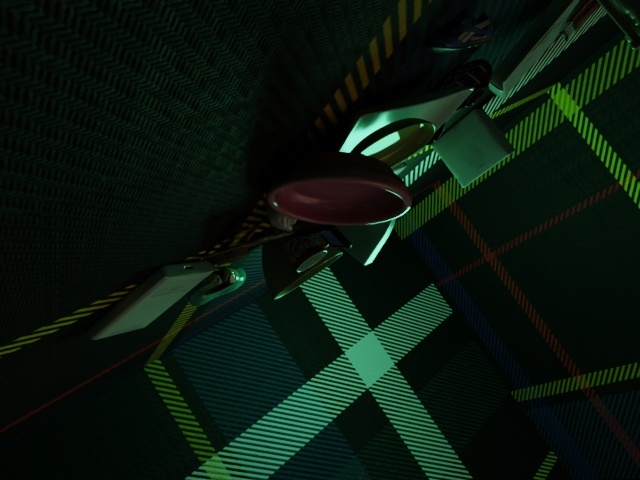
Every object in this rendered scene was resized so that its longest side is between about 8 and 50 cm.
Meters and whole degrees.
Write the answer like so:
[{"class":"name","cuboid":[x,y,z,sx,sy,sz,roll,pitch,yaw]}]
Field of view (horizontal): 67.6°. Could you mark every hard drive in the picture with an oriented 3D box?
[{"class":"hard drive","cuboid":[-0.458,0.161,1.306,0.307,0.040,0.203,-37,167,20]}]

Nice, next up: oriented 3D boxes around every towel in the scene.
[{"class":"towel","cuboid":[0.718,-0.646,1.123,0.237,0.037,0.329,-42,172,-32]}]

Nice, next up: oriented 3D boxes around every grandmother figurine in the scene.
[{"class":"grandmother figurine","cuboid":[-0.009,-0.119,1.344,0.342,0.104,0.208,-27,-176,-35]}]

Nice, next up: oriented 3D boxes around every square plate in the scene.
[{"class":"square plate","cuboid":[0.158,-0.258,1.194,0.347,0.049,0.344,-21,167,-27]}]

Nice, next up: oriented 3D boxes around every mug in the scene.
[{"class":"mug","cuboid":[-0.065,-0.003,1.496,0.113,0.169,0.150,-42,165,25]}]

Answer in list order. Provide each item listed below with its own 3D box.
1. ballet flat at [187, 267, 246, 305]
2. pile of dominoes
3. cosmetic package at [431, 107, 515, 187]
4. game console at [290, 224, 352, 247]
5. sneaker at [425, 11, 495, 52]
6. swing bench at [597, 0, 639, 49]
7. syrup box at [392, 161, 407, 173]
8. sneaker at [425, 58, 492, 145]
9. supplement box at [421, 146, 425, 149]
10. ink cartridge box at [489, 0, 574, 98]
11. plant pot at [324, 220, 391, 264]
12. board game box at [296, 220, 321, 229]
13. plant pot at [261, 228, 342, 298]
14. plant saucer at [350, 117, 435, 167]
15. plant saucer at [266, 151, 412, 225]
[{"class":"ballet flat","cuboid":[-0.340,0.142,1.637,0.247,0.083,0.087,-30,158,-43]},{"class":"pile of dominoes","cuboid":[-0.188,0.024,1.345,0.251,0.040,0.196,-15,180,38]},{"class":"cosmetic package","cuboid":[0.618,-0.377,1.941,0.224,0.224,0.138,-39,174,35]},{"class":"game console","cuboid":[0.000,0.000,1.365,0.085,0.124,0.144,-48,-163,-14]},{"class":"sneaker","cuboid":[0.267,-0.401,0.927,0.144,0.059,0.053,-17,-159,-13]},{"class":"swing bench","cuboid":[0.598,-0.506,0.889,0.255,0.253,0.165,-26,169,-48]},{"class":"syrup box","cuboid":[0.155,-0.200,1.536,0.093,0.096,0.237,-27,171,-45]},{"class":"sneaker","cuboid":[0.345,-0.381,1.289,0.271,0.100,0.108,-45,-168,42]},{"class":"supplement box","cuboid":[0.292,-0.310,1.567,0.098,0.062,0.036,-30,170,-37]},{"class":"ink cartridge box","cuboid":[0.530,-0.497,1.191,0.275,0.060,0.239,-51,167,19]},{"class":"plant pot","cuboid":[0.163,-0.083,1.821,0.252,0.248,0.247,-52,170,7]},{"class":"board game box","cuboid":[0.056,-0.084,1.380,0.259,0.039,0.124,-10,-165,33]},{"class":"plant pot","cuboid":[-0.093,0.047,1.663,0.284,0.191,0.284,-33,173,-4]},{"class":"plant saucer","cuboid":[0.156,-0.221,1.136,0.241,0.037,0.241,-24,168,-6]},{"class":"plant saucer","cuboid":[0.042,-0.117,1.105,0.332,0.084,0.332,2,166,1]}]
